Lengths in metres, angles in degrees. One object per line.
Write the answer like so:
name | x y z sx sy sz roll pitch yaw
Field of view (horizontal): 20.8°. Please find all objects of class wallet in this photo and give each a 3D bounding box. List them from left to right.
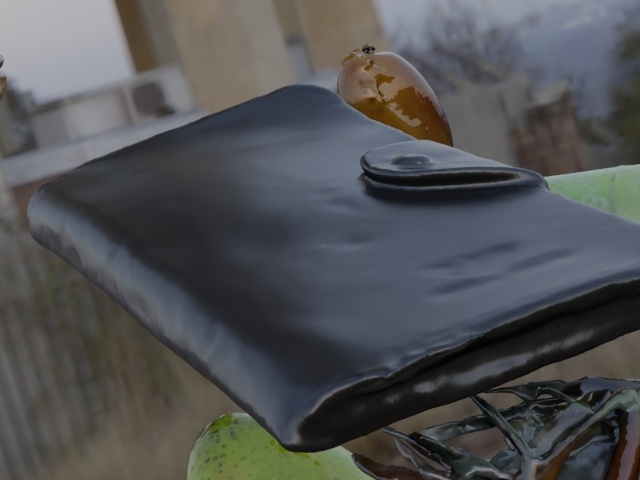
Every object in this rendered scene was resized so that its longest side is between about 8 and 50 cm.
wallet | 0.000 0.000 0.818 0.197 0.051 0.377 -20 22 -19

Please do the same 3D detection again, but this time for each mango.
mango | 0.055 -0.088 1.308 0.063 0.127 0.077 -21 19 43

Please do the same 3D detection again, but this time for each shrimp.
shrimp | 0.104 0.140 0.821 0.372 0.137 0.172 -4 -26 -17

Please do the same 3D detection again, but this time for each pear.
pear | -0.023 0.232 1.346 0.187 0.220 0.187 -35 -8 -6

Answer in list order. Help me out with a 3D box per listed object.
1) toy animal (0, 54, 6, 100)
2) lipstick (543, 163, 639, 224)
toy animal | -0.382 -0.099 1.792 0.104 0.185 0.184 13 15 16
lipstick | 0.082 0.007 0.932 0.304 0.076 0.076 -7 7 20
